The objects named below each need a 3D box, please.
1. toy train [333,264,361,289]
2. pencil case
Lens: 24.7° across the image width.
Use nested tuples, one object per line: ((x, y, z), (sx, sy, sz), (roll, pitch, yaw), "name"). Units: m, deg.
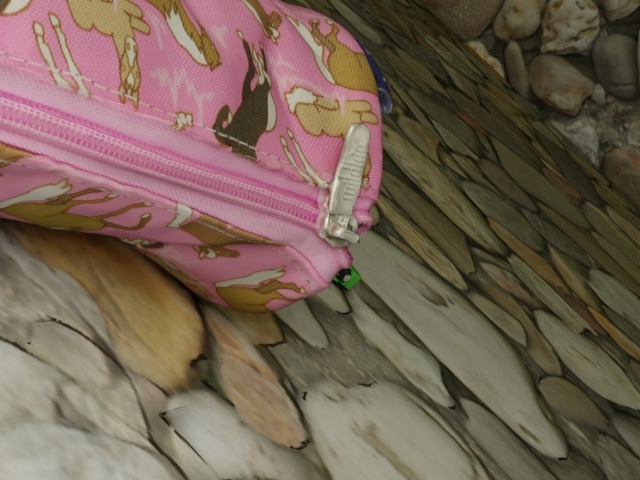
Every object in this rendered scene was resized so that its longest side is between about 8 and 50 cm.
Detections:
((0.000, 0.000, 0.950), (0.023, 0.017, 0.083), (39, 12, -52), "toy train")
((-0.121, -0.071, 0.586), (0.386, 0.167, 0.160), (19, 63, -55), "pencil case")
